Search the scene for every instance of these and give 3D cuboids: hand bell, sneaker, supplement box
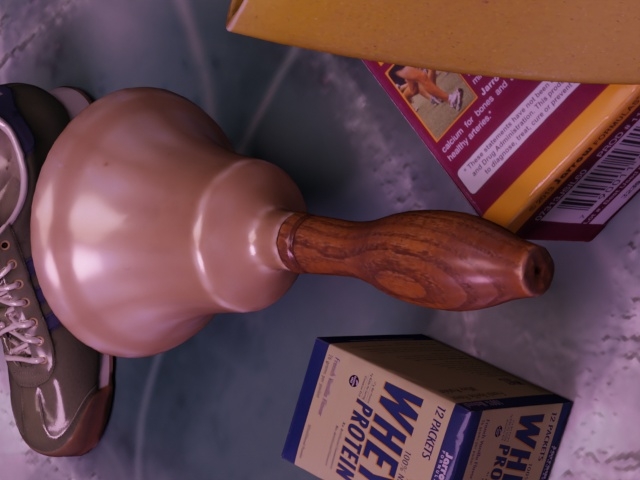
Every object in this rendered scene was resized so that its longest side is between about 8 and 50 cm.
[{"bbox_3d":[0.000,0.000,0.816,0.242,0.126,0.126,6,91,46],"label":"hand bell"},{"bbox_3d":[-0.157,0.014,0.980,0.064,0.086,0.192,-4,85,37],"label":"sneaker"},{"bbox_3d":[0.074,-0.102,0.816,0.104,0.081,0.188,-47,63,25],"label":"supplement box"},{"bbox_3d":[0.045,0.080,0.827,0.083,0.083,0.056,23,103,34],"label":"supplement box"}]

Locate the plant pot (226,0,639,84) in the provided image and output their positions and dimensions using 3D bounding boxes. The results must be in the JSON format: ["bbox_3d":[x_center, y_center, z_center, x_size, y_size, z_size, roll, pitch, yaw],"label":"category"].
[{"bbox_3d":[0.105,-0.175,0.678,0.212,0.187,0.212,126,160,-53],"label":"plant pot"}]
